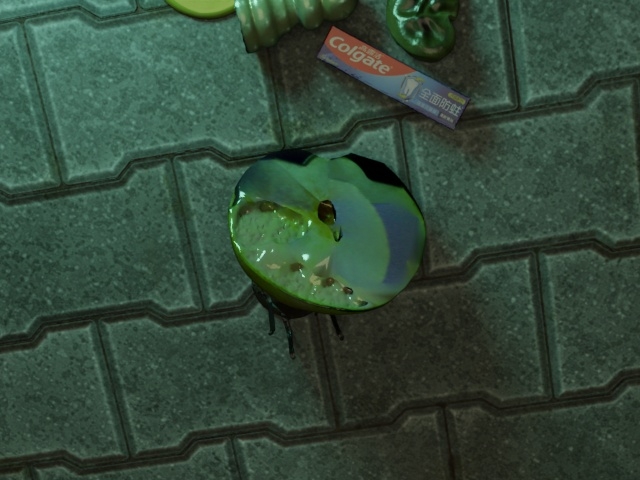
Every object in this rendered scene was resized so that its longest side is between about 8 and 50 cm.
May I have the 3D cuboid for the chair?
[{"bbox_3d":[-0.058,0.125,1.734,0.174,0.149,0.213,-23,59,10],"label":"chair"}]

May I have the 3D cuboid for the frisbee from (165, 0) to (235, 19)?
[{"bbox_3d":[-0.236,-0.570,1.609,0.236,0.017,0.236,1,104,2],"label":"frisbee"}]

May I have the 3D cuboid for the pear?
[{"bbox_3d":[-0.002,0.005,1.612,0.399,0.399,0.165,21,146,-3],"label":"pear"}]

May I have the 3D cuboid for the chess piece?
[{"bbox_3d":[-0.045,-0.463,1.576,0.243,0.133,0.133,-13,102,0],"label":"chess piece"}]

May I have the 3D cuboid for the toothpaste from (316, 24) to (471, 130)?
[{"bbox_3d":[0.149,-0.333,1.625,0.320,0.066,0.076,26,103,-5],"label":"toothpaste"}]

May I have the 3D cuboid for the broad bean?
[{"bbox_3d":[0.208,-0.462,1.597,0.153,0.072,0.206,-10,91,2],"label":"broad bean"}]
